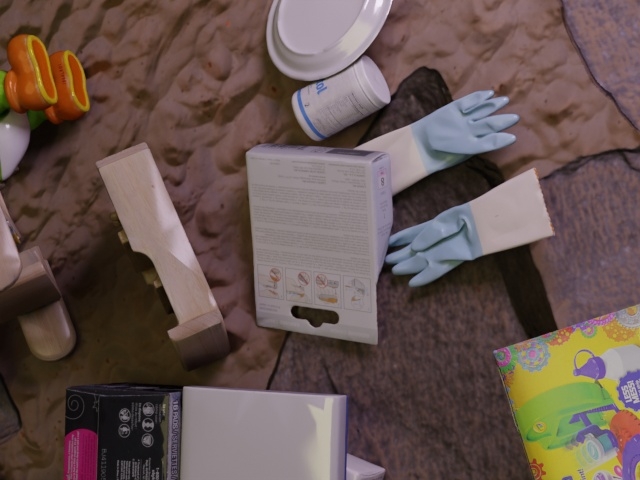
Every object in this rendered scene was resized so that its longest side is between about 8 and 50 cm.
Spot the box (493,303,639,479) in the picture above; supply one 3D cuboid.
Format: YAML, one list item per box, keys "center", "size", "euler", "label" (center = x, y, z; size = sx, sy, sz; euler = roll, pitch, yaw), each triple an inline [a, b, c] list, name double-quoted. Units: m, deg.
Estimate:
- center: [0.334, 0.222, 1.290]
  size: [0.177, 0.279, 0.290]
  euler: [-21, 79, 24]
  label: "box"

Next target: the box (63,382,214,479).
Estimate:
- center: [-0.223, 0.309, 1.632]
  size: [0.163, 0.142, 0.247]
  euler: [0, 88, 25]
  label: "box"

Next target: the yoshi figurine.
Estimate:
- center: [-0.517, -0.191, 1.768]
  size: [0.362, 0.203, 0.203]
  euler: [-21, 120, 15]
  label: "yoshi figurine"

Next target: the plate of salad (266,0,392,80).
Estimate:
- center: [0.015, -0.288, 1.601]
  size: [0.200, 0.048, 0.200]
  euler: [-17, 60, 33]
  label: "plate of salad"

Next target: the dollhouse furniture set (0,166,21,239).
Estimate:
- center: [-0.461, -0.050, 1.802]
  size: [0.091, 0.081, 0.114]
  euler: [-39, 72, 19]
  label: "dollhouse furniture set"

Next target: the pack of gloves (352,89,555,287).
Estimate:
- center: [0.162, -0.060, 1.532]
  size: [0.232, 0.046, 0.195]
  euler: [-23, 76, 34]
  label: "pack of gloves"

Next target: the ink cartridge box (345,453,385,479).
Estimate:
- center: [-0.031, 0.358, 1.562]
  size: [0.158, 0.092, 0.218]
  euler: [18, 93, 26]
  label: "ink cartridge box"

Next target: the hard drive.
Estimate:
- center: [-0.071, 0.338, 1.509]
  size: [0.210, 0.040, 0.319]
  euler: [0, 87, 26]
  label: "hard drive"

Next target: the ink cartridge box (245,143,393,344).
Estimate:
- center: [0.000, 0.000, 1.595]
  size: [0.189, 0.066, 0.232]
  euler: [7, 112, 32]
  label: "ink cartridge box"

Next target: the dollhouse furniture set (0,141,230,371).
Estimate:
- center: [-0.345, 0.088, 1.598]
  size: [0.394, 0.362, 0.256]
  euler: [-23, 73, -8]
  label: "dollhouse furniture set"

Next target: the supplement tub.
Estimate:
- center: [0.025, -0.175, 1.581]
  size: [0.107, 0.071, 0.071]
  euler: [-28, 75, 21]
  label: "supplement tub"
